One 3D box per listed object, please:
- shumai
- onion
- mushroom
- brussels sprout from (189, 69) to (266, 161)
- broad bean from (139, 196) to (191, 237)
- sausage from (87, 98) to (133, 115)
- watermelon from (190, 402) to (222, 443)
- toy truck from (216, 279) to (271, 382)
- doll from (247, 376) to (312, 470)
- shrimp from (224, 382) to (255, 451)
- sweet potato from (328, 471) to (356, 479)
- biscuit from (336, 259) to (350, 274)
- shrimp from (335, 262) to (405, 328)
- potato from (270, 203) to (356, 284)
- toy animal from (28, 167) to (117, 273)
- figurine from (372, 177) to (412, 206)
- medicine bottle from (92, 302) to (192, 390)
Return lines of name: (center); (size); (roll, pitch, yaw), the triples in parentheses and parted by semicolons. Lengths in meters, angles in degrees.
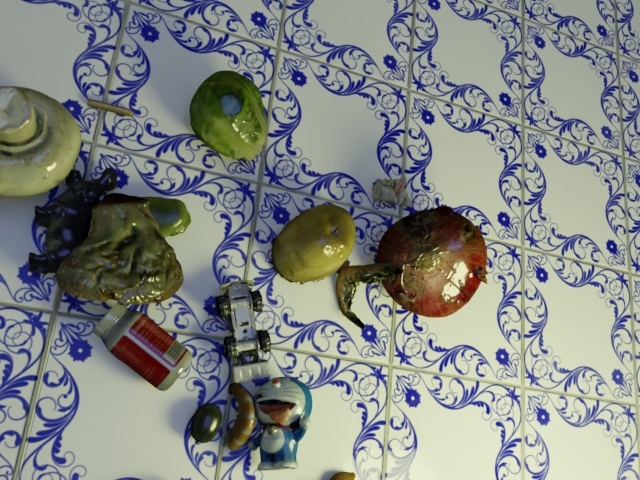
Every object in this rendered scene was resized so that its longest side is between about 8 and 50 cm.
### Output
shumai: (-0.500, 0.018, 1.667); (0.346, 0.217, 0.283); (10, 86, -43)
onion: (0.350, 0.067, 1.975); (0.353, 0.353, 0.354); (6, 73, -20)
mushroom: (-0.772, -0.246, 1.648); (0.315, 0.356, 0.315); (-17, 120, -31)
brussels sprout: (-0.269, -0.366, 1.930); (0.271, 0.210, 0.219); (51, 41, -19)
broad bean: (-0.461, -0.066, 1.836); (0.174, 0.082, 0.124); (-7, 77, -13)
sausage: (-0.621, -0.392, 1.892); (0.132, 0.024, 0.024); (12, 71, -17)
watermelon: (-0.309, 0.495, 1.729); (0.078, 0.078, 0.111); (24, 68, -14)
toy truck: (-0.217, 0.255, 1.817); (0.136, 0.111, 0.286); (-8, 79, -13)
doll: (-0.114, 0.501, 1.750); (0.161, 0.215, 0.257); (41, 43, -48)
shrimp: (-0.237, 0.483, 1.768); (0.049, 0.161, 0.166); (11, 32, -39)
sweet potato: (0.005, 0.709, 1.806); (0.218, 0.051, 0.065); (-15, 84, -24)
biscuit: (0.065, 0.075, 2.034); (0.082, 0.016, 0.092); (-23, 84, -26)
shrimp: (0.154, 0.165, 1.928); (0.051, 0.262, 0.198); (2, 79, -52)
potato: (0.000, 0.000, 1.916); (0.285, 0.242, 0.242); (-23, 84, -25)
toy animal: (-0.679, -0.068, 1.732); (0.168, 0.106, 0.343); (20, 65, -15)
figurine: (0.257, -0.158, 2.134); (0.146, 0.098, 0.081); (9, 59, -18)
medicine bottle: (-0.470, 0.278, 1.697); (0.250, 0.131, 0.131); (40, 64, -6)
